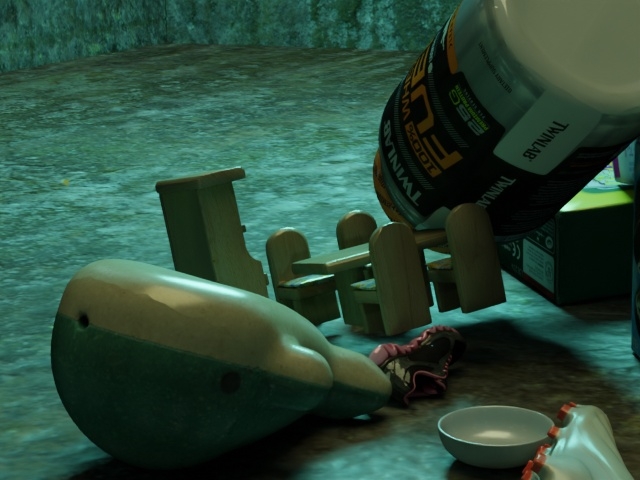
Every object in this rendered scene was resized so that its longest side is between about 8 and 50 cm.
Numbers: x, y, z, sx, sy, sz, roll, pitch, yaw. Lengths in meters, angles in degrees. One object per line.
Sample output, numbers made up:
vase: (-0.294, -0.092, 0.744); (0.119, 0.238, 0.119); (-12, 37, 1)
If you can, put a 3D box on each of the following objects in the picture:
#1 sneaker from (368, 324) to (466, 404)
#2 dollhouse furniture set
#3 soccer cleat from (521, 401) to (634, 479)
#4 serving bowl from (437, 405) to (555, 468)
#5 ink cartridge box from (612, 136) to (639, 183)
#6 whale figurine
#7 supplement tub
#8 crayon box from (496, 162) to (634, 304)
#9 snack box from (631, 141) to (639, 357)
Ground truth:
sneaker: (0.087, 0.106, 1.282); (0.057, 0.047, 0.119); (34, 32, 31)
dollhouse furniture set: (0.000, 0.000, 1.375); (0.242, 0.161, 0.212); (-14, 5, -25)
soccer cleat: (0.170, 0.157, 1.009); (0.076, 0.068, 0.196); (31, 13, 9)
serving bowl: (0.125, 0.144, 1.122); (0.083, 0.027, 0.083); (-2, 13, 0)
ink cartridge box: (0.440, -0.089, 1.473); (0.311, 0.065, 0.186); (-5, 2, 4)
whale figurine: (-0.074, 0.105, 1.159); (0.216, 0.141, 0.272); (13, -5, 45)
supplement tub: (0.173, -0.118, 1.420); (0.194, 0.193, 0.316); (-8, -23, -25)
crayon box: (0.335, -0.043, 1.709); (0.313, 0.106, 0.363); (-6, 16, -12)
snack box: (0.310, 0.040, 1.201); (0.060, 0.187, 0.322); (-3, 13, -5)
